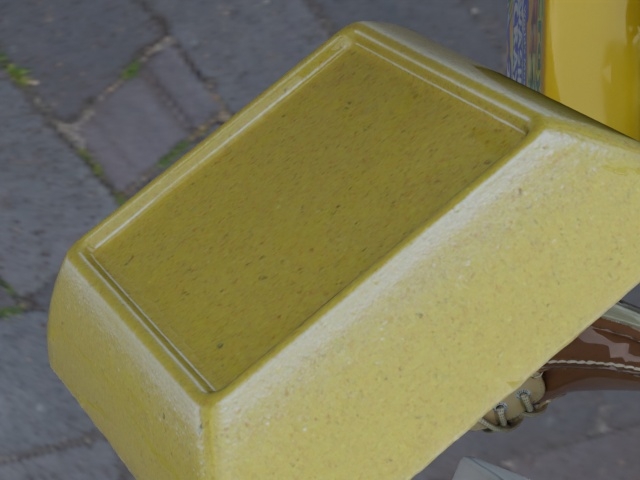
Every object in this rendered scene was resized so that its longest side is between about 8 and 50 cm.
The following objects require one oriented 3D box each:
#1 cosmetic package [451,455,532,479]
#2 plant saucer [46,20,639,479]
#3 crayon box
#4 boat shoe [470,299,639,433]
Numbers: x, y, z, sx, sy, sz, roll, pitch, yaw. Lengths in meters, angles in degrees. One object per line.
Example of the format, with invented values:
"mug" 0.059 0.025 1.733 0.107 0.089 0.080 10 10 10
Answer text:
"cosmetic package" 0.234 0.378 1.131 0.393 0.327 0.329 24 87 -3
"plant saucer" 0.000 0.000 0.955 0.333 0.332 0.081 -40 123 -8
"crayon box" 0.199 -0.121 1.304 0.083 0.323 0.203 0 96 -1
"boat shoe" 0.133 0.092 1.302 0.122 0.324 0.120 32 70 -58
